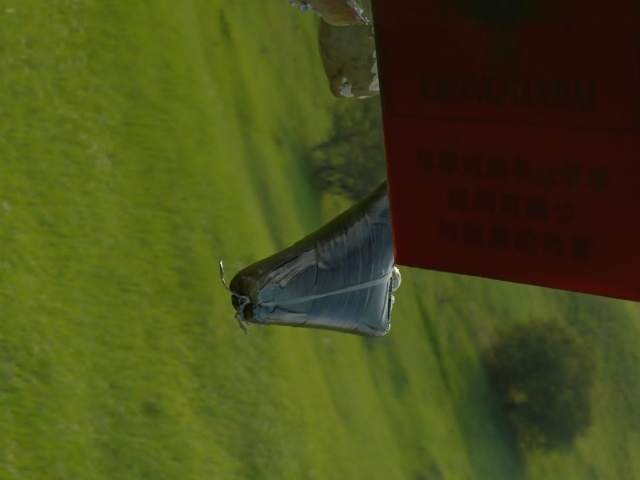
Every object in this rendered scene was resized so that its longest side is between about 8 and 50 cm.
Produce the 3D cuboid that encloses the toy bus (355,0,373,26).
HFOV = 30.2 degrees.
[{"bbox_3d":[0.101,-0.266,1.002,0.197,0.232,0.294,-46,170,-5],"label":"toy bus"}]

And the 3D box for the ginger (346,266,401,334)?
[{"bbox_3d":[0.046,0.067,1.731,0.052,0.176,0.193,-18,144,-31],"label":"ginger"}]

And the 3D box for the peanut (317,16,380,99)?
[{"bbox_3d":[0.097,-0.383,1.753,0.192,0.169,0.387,-60,172,-63],"label":"peanut"}]

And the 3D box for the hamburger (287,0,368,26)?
[{"bbox_3d":[0.007,-0.536,1.533,0.287,0.268,0.445,26,88,-56],"label":"hamburger"}]

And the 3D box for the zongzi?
[{"bbox_3d":[0.000,0.000,1.525,0.248,0.111,0.241,7,99,-38],"label":"zongzi"}]

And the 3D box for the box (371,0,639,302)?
[{"bbox_3d":[0.137,-0.128,0.772,0.089,0.197,0.313,-30,121,-47],"label":"box"}]
